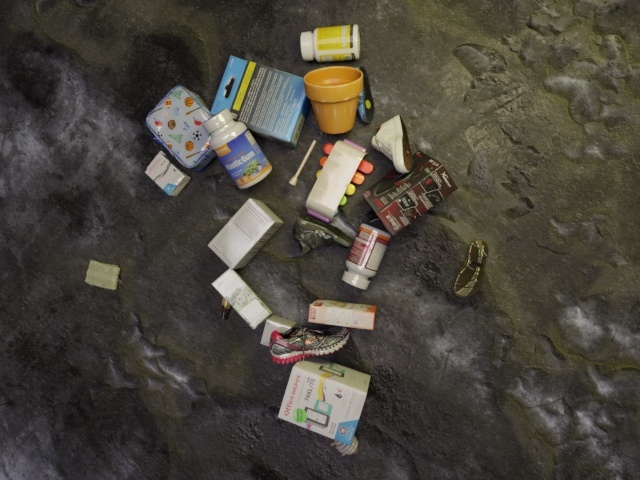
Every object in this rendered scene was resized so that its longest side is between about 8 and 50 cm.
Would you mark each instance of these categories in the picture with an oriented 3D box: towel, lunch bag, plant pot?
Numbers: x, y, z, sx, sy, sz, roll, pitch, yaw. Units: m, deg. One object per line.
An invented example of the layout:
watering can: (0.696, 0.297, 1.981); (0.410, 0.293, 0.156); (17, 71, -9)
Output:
towel: (-0.917, 0.147, 1.790); (0.148, 0.027, 0.109); (12, 93, 10)
lunch bag: (-0.525, -0.438, 1.674); (0.243, 0.115, 0.303); (-44, 84, 10)
plant pot: (0.051, -0.493, 1.516); (0.206, 0.205, 0.187); (2, 130, 10)

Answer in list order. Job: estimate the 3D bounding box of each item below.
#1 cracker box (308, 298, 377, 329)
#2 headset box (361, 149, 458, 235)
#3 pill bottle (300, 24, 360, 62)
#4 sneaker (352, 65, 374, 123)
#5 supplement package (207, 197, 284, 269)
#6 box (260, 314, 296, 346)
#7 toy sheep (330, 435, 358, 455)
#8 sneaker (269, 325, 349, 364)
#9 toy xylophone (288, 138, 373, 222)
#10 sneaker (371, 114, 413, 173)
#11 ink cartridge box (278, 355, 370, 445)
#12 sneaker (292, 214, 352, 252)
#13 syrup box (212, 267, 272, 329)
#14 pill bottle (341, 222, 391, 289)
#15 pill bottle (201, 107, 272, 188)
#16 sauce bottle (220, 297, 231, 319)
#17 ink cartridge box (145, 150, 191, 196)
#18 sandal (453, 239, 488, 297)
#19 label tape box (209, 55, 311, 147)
cracker box: (0.084, 0.266, 1.547); (0.233, 0.156, 0.067); (5, 91, 10)
headset box: (0.286, -0.160, 1.467); (0.293, 0.218, 0.110); (-37, 114, 9)
pill bottle: (0.038, -0.722, 1.566); (0.209, 0.119, 0.119); (0, 90, 10)
sneaker: (0.143, -0.535, 1.584); (0.082, 0.069, 0.209); (-7, 97, 39)
supplement package: (-0.280, -0.025, 1.620); (0.139, 0.134, 0.244); (44, 98, 7)
box: (-0.160, 0.353, 1.625); (0.101, 0.087, 0.101); (16, 93, 9)
toy sheep: (0.090, 0.751, 1.587); (0.132, 0.091, 0.091); (42, 98, -11)
sneaker: (-0.035, 0.358, 1.543); (0.300, 0.121, 0.111); (-12, 100, -18)
toy xylophone: (0.034, -0.240, 1.589); (0.236, 0.081, 0.322); (36, 96, 8)
sneaker: (0.247, -0.319, 1.490); (0.123, 0.289, 0.105); (-20, 130, 22)
ink cartridge box: (0.019, 0.562, 1.540); (0.271, 0.197, 0.197); (17, 93, 10)
sneaker: (0.000, 0.000, 1.601); (0.228, 0.087, 0.130); (20, 114, -4)
syrup box: (-0.297, 0.219, 1.621); (0.093, 0.096, 0.237); (-42, 91, -8)
pill bottle: (0.164, 0.058, 1.549); (0.121, 0.121, 0.220); (23, 94, 9)
pill bottle: (-0.311, -0.338, 1.563); (0.153, 0.152, 0.271); (-29, 114, 9)
sauce bottle: (-0.372, 0.252, 1.687); (0.042, 0.042, 0.128); (13, 95, 10)
ink cartridge box: (-0.628, -0.275, 1.718); (0.180, 0.060, 0.104); (42, 98, 7)
sandal: (0.536, 0.102, 1.520); (0.090, 0.060, 0.219); (18, 79, 4)
label tape box: (-0.215, -0.526, 1.619); (0.334, 0.106, 0.240); (22, 93, 10)
